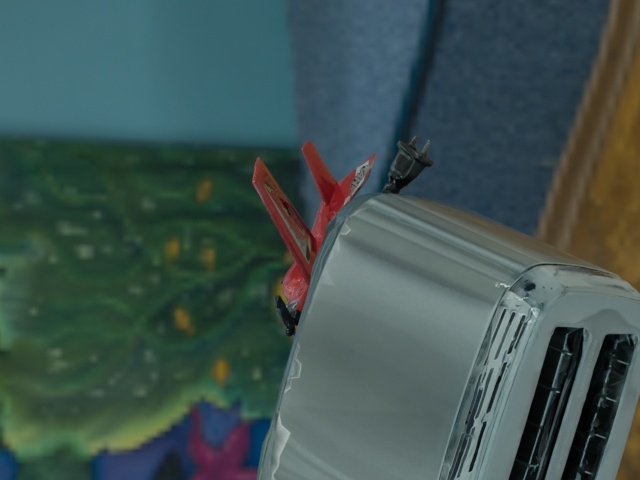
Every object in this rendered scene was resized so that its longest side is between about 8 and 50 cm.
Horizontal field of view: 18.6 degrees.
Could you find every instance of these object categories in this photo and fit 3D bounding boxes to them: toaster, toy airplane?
[{"bbox_3d":[0.071,0.074,0.983,0.146,0.129,0.227,23,99,44],"label":"toaster"},{"bbox_3d":[0.000,0.000,1.072,0.028,0.151,0.151,-15,72,30],"label":"toy airplane"}]
